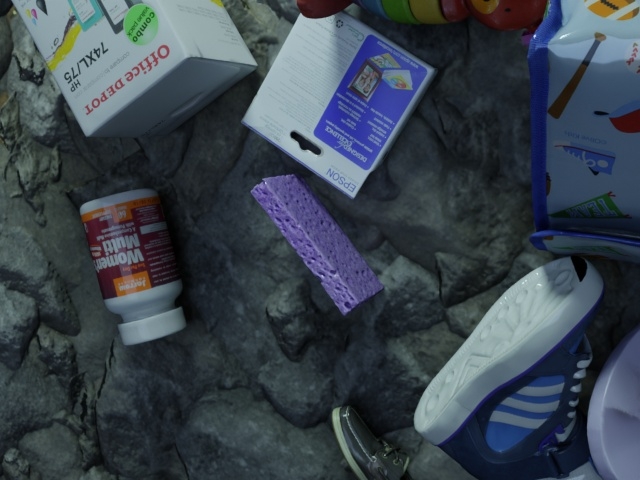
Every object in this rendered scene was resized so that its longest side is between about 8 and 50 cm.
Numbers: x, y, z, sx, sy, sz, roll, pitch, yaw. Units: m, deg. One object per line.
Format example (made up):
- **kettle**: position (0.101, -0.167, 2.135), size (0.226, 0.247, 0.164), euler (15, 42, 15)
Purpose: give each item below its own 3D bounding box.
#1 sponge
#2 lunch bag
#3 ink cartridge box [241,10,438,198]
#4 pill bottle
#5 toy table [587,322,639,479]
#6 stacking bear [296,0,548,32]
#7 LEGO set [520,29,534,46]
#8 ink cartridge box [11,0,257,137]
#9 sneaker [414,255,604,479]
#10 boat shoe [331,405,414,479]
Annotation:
- **sponge**: position (0.000, 0.000, 1.041), size (0.031, 0.117, 0.210), euler (-41, 82, 23)
- **lunch bag**: position (0.386, -0.096, 0.775), size (0.327, 0.239, 0.385), euler (8, 144, 21)
- **ink cartridge box**: position (0.022, -0.198, 1.043), size (0.206, 0.045, 0.208), euler (36, 107, 13)
- **pill bottle**: position (-0.280, 0.040, 1.154), size (0.121, 0.121, 0.221), euler (-14, 92, 22)
- **toy table**: position (0.421, 0.154, 0.796), size (0.252, 0.161, 0.274), euler (39, 68, 0)
- **stacking bear**: position (0.139, -0.327, 0.897), size (0.289, 0.164, 0.175), euler (24, 124, 26)
- **LEGO set**: position (0.364, -0.234, 0.881), size (0.227, 0.087, 0.093), euler (-5, 122, 32)
- **ink cartridge box**: position (-0.263, -0.307, 1.057), size (0.198, 0.197, 0.270), euler (-31, 86, 22)
- **sneaker**: position (0.295, 0.190, 0.935), size (0.236, 0.130, 0.323), euler (32, 117, -10)
- **boat shoe**: position (0.096, 0.325, 1.075), size (0.073, 0.080, 0.224), euler (-30, 92, 17)
